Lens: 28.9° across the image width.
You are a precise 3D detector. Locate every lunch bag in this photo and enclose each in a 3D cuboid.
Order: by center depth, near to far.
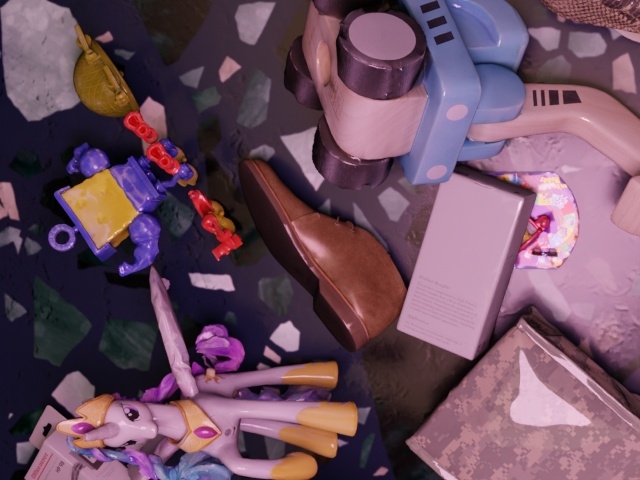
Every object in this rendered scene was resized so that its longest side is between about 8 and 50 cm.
[{"bbox_3d":[0.302,0.265,1.625,0.287,0.169,0.235,42,103,9],"label":"lunch bag"}]

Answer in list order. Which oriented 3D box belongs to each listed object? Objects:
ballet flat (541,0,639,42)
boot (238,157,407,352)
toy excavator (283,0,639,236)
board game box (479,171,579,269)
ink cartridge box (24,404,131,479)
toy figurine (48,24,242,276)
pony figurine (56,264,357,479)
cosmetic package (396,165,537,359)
[{"bbox_3d":[0.498,-0.287,1.522,0.483,0.182,0.164,15,70,9],"label":"ballet flat"},{"bbox_3d":[0.000,0.000,1.711,0.115,0.112,0.305,-34,84,-17],"label":"boot"},{"bbox_3d":[0.218,-0.183,1.549,0.445,0.222,0.432,-7,53,-16],"label":"toy excavator"},{"bbox_3d":[0.262,-0.025,1.669,0.169,0.033,0.133,1,97,11],"label":"board game box"},{"bbox_3d":[-0.359,0.336,1.806,0.180,0.060,0.104,38,129,5],"label":"ink cartridge box"},{"bbox_3d":[-0.298,-0.080,1.680,0.217,0.191,0.362,-36,85,2],"label":"toy figurine"},{"bbox_3d":[-0.155,0.212,1.656,0.364,0.351,0.302,5,101,-8],"label":"pony figurine"},{"bbox_3d":[0.193,0.028,1.644,0.117,0.085,0.231,22,106,19],"label":"cosmetic package"}]
